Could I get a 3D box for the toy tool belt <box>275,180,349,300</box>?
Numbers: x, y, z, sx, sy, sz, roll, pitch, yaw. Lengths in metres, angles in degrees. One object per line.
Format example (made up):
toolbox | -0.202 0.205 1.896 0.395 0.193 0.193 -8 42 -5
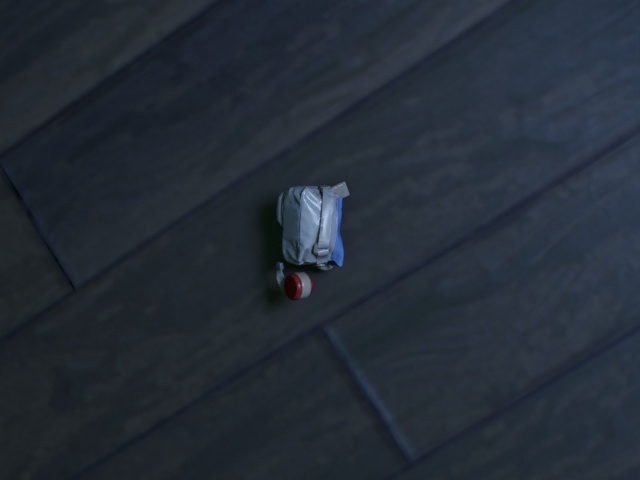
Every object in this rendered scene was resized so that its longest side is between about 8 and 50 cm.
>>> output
toy tool belt | 0.000 0.000 1.177 0.051 0.052 0.083 -5 99 -34
